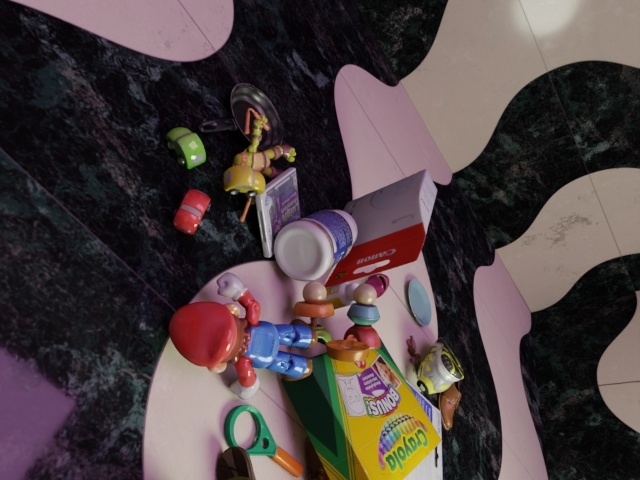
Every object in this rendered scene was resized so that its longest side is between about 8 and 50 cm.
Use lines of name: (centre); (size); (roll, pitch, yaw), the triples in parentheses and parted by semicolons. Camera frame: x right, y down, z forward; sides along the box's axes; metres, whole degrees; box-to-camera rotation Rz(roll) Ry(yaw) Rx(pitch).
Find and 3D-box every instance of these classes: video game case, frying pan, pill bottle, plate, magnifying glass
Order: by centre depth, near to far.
magnifying glass: (-0.114, 0.426, 0.914); (0.231, 0.026, 0.092); (49, 38, -25)
video game case: (-0.103, -0.076, 1.135); (0.190, 0.022, 0.173); (-50, 142, -54)
frying pan: (-0.195, -0.289, 1.160); (0.197, 0.053, 0.326); (51, 39, -26)
pill bottle: (0.000, 0.000, 1.180); (0.153, 0.153, 0.264); (66, 27, -4)
pill bottle: (0.052, 0.153, 1.213); (0.065, 0.116, 0.065); (30, 50, -44)
plate: (0.383, 0.243, 1.723); (0.188, 0.024, 0.188); (30, 50, -44)

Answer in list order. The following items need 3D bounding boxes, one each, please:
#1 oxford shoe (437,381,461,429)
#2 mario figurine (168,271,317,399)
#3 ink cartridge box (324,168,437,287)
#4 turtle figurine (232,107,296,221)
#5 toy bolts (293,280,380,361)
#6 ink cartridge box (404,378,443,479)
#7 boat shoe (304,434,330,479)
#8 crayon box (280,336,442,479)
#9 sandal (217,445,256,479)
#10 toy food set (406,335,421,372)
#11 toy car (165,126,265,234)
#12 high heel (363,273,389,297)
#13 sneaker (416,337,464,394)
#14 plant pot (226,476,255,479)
oxford shoe: (0.482, 0.592, 1.630); (0.076, 0.075, 0.212); (49, 40, -31)
mario figurine: (-0.163, 0.193, 0.890); (0.320, 0.170, 0.198); (27, 33, -42)
ink cartridge box: (0.168, -0.040, 1.311); (0.091, 0.308, 0.385); (56, 36, -19)
turtle figurine: (-0.156, -0.186, 1.123); (0.217, 0.087, 0.270); (-10, 105, -61)
toy bolts: (0.069, 0.186, 1.075); (0.228, 0.218, 0.159); (4, 90, -37)
ink cartridge box: (0.273, 0.606, 1.332); (0.307, 0.072, 0.304); (48, 37, -32)
boat shoe: (0.003, 0.525, 0.987); (0.060, 0.064, 0.178); (-15, 88, -59)
crayon box: (0.114, 0.418, 1.077); (0.362, 0.106, 0.313); (4, 49, -56)
sandal: (-0.140, 0.493, 0.803); (0.060, 0.089, 0.220); (47, 26, -66)
toy food set: (0.335, 0.403, 1.571); (0.077, 0.019, 0.122); (1, 72, -55)
toy car: (-0.255, -0.157, 0.951); (0.239, 0.053, 0.225); (-34, 88, -31)
high heel: (0.199, 0.140, 1.430); (0.244, 0.117, 0.082); (-3, 75, -55)
sneaker: (0.414, 0.449, 1.572); (0.145, 0.147, 0.384); (55, 10, 19)
plant pot: (-0.184, 0.541, 0.499); (0.352, 0.366, 0.367); (-9, 80, -44)
